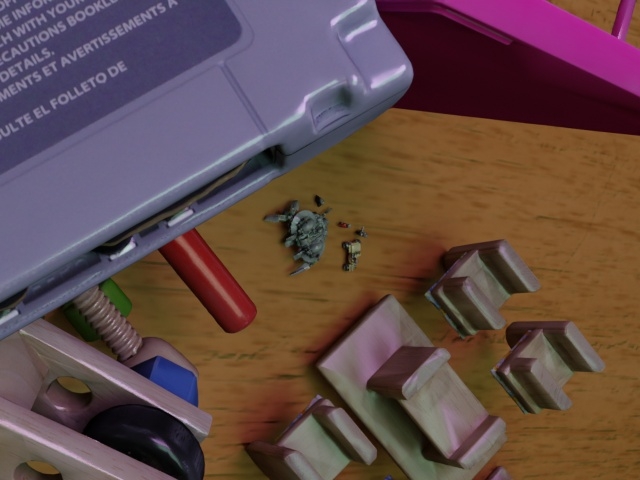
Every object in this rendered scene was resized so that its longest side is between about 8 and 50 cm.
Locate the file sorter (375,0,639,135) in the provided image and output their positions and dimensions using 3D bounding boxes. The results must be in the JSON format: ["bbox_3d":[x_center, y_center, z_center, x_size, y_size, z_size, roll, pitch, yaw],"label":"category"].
[{"bbox_3d":[0.054,-0.172,0.549,0.202,0.291,0.182,14,91,-38],"label":"file sorter"}]

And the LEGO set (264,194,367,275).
[{"bbox_3d":[0.002,-0.002,0.722,0.083,0.023,0.054,-2,104,-36],"label":"LEGO set"}]

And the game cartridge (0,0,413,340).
[{"bbox_3d":[-0.140,-0.063,0.397,0.294,0.060,0.196,-30,80,-6],"label":"game cartridge"}]

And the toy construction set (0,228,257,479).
[{"bbox_3d":[-0.188,0.049,0.500,0.237,0.257,0.309,55,49,-20],"label":"toy construction set"}]

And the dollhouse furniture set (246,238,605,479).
[{"bbox_3d":[0.089,0.154,0.788,0.212,0.161,0.242,-43,101,-19],"label":"dollhouse furniture set"}]
